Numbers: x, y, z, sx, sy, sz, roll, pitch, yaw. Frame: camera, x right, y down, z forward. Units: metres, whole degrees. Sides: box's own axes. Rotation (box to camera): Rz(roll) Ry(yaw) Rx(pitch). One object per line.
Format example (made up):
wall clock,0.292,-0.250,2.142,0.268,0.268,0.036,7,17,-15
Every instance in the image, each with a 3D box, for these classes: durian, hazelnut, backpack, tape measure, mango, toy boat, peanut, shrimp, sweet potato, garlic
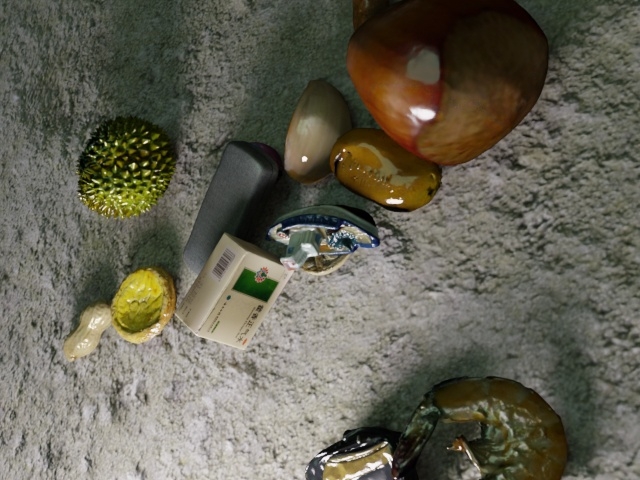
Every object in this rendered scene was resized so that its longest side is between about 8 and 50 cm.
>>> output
durian,-0.473,-0.181,2.105,0.291,0.224,0.291,-53,24,36
hazelnut,0.236,-0.321,1.632,0.365,0.365,0.366,-10,71,29
backpack,0.077,0.460,1.626,0.258,0.133,0.206,-25,72,30
tape measure,-0.148,-0.161,1.975,0.125,0.074,0.118,-36,66,24
mango,0.135,-0.148,1.751,0.248,0.156,0.151,23,53,34
toy boat,0.000,0.000,1.769,0.262,0.114,0.115,-8,54,22
peanut,-0.573,0.221,2.124,0.082,0.082,0.187,37,98,34
shrimp,0.224,0.419,1.478,0.272,0.085,0.445,43,80,12
sweet potato,0.113,-0.505,1.902,0.097,0.097,0.292,-12,76,29
garlic,-0.011,-0.248,1.895,0.164,0.145,0.245,-12,64,62

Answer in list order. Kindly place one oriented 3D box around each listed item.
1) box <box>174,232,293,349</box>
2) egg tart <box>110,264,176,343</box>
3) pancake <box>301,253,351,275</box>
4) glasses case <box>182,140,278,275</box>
box,-0.183,0.112,1.856,0.095,0.168,0.212,35,96,38
egg tart,-0.407,0.153,2.042,0.191,0.074,0.191,-10,70,29
pancake,0.012,0.003,1.854,0.158,0.028,0.158,-12,67,30
glasses case,-0.203,-0.059,1.926,0.131,0.074,0.323,36,114,26
